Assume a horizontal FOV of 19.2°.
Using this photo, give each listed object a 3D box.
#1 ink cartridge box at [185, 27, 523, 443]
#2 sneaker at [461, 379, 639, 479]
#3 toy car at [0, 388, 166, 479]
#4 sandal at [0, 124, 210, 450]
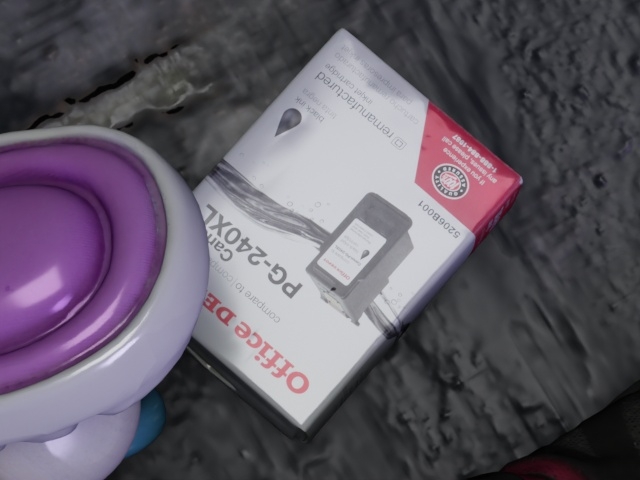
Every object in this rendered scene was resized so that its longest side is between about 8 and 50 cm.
[{"bbox_3d":[0.000,0.000,0.844,0.109,0.063,0.150,40,82,5],"label":"ink cartridge box"},{"bbox_3d":[0.090,0.166,0.749,0.483,0.202,0.185,-26,83,-5],"label":"sneaker"},{"bbox_3d":[-0.135,0.107,0.795,0.136,0.159,0.182,40,74,-31],"label":"toy car"},{"bbox_3d":[-0.250,0.031,0.706,0.416,0.102,0.169,-19,56,5],"label":"sandal"}]
